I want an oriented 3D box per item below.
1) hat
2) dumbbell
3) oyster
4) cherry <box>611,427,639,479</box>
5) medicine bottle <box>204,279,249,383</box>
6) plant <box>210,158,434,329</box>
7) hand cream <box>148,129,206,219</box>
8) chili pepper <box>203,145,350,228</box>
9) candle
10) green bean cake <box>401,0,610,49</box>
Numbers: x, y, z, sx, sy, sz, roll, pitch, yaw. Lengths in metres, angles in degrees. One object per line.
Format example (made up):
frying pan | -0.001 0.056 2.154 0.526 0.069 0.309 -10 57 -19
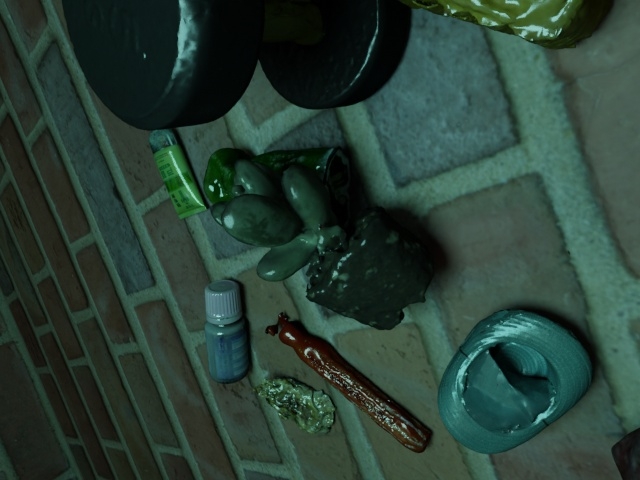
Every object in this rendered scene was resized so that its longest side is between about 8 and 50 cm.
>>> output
hat | 0.230 0.166 0.541 0.138 0.078 0.191 40 109 11
dumbbell | -0.066 -0.234 0.463 0.203 0.322 0.204 15 116 35
oyster | -0.050 0.317 0.839 0.165 0.053 0.109 18 127 26
cherry | 0.397 0.239 0.349 0.300 0.202 0.231 2 110 53
medicine bottle | -0.189 0.182 0.877 0.083 0.083 0.203 15 117 34
plant | 0.001 0.000 0.548 0.274 0.146 0.149 29 100 -17
hand cream | -0.285 -0.132 0.864 0.095 0.046 0.175 -13 100 39
chili pepper | -0.083 -0.086 0.687 0.270 0.099 0.136 11 138 30
candle | 0.039 0.229 0.736 0.329 0.048 0.051 34 138 24
green bean cake | 0.171 -0.301 0.374 0.224 0.131 0.230 36 125 24
